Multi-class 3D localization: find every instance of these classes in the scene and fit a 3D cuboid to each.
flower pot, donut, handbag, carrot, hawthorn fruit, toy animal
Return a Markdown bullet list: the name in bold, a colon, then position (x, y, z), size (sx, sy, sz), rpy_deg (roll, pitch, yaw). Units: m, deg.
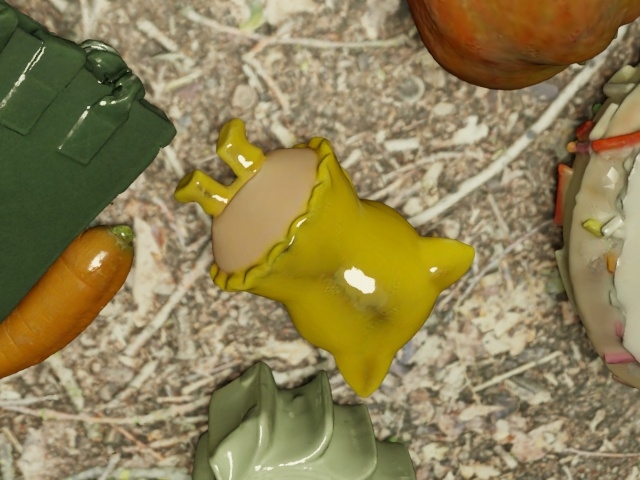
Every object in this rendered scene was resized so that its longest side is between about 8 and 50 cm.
- **flower pot**: position (-0.076, 0.295, 0.817), size (0.367, 0.164, 0.254), rpy_deg (-41, 107, 7)
- **donut**: position (0.371, -0.026, 0.776), size (0.383, 0.142, 0.382), rpy_deg (-3, 111, -8)
- **handbag**: position (-0.254, -0.049, 0.618), size (0.260, 0.079, 0.247), rpy_deg (-45, 155, 8)
- **carrot**: position (-0.252, 0.078, 0.759), size (0.271, 0.062, 0.066), rpy_deg (-39, 145, 11)
- **hawthorn fruit**: position (0.122, -0.232, 0.637), size (0.199, 0.199, 0.251), rpy_deg (-39, 97, 7)
- **toy animal**: position (-0.003, 0.004, 0.728), size (0.230, 0.156, 0.156), rpy_deg (36, 102, -17)
